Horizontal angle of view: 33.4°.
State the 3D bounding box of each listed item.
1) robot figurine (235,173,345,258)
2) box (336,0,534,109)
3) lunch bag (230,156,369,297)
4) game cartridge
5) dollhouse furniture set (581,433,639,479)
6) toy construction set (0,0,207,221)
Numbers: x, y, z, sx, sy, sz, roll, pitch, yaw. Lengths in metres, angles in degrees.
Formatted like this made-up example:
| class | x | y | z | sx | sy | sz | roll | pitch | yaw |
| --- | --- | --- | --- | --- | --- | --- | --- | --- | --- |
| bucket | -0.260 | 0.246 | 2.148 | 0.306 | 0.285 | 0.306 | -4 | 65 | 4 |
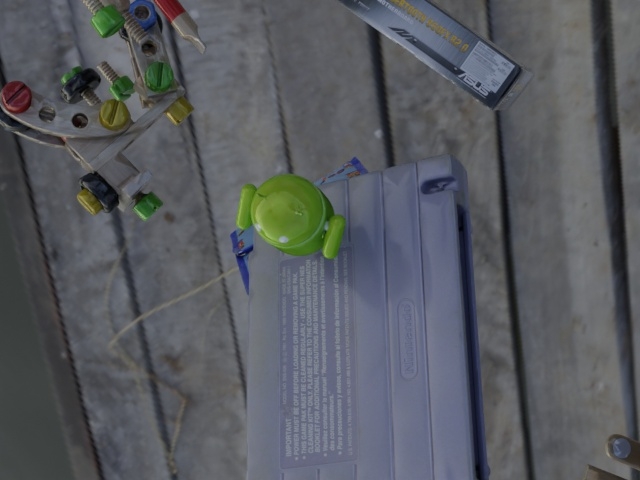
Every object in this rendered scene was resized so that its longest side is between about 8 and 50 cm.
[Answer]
| class | x | y | z | sx | sy | sz | roll | pitch | yaw |
| --- | --- | --- | --- | --- | --- | --- | --- | --- | --- |
| robot figurine | -0.024 | -0.023 | 0.964 | 0.101 | 0.115 | 0.067 | 21 | 86 | 13 |
| box | 0.123 | -0.230 | 1.174 | 0.231 | 0.183 | 0.056 | 38 | 106 | 9 |
| lunch bag | 0.000 | 0.000 | 1.471 | 0.221 | 0.293 | 0.138 | -34 | 118 | 1 |
| game cartridge | 0.037 | 0.108 | 0.999 | 0.230 | 0.068 | 0.355 | -14 | 64 | 29 |
| dollhouse furniture set | 0.400 | 0.265 | 1.233 | 0.123 | 0.144 | 0.151 | 23 | 164 | -9 |
| toy construction set | -0.231 | -0.170 | 1.340 | 0.237 | 0.257 | 0.309 | 51 | 138 | 1 |
